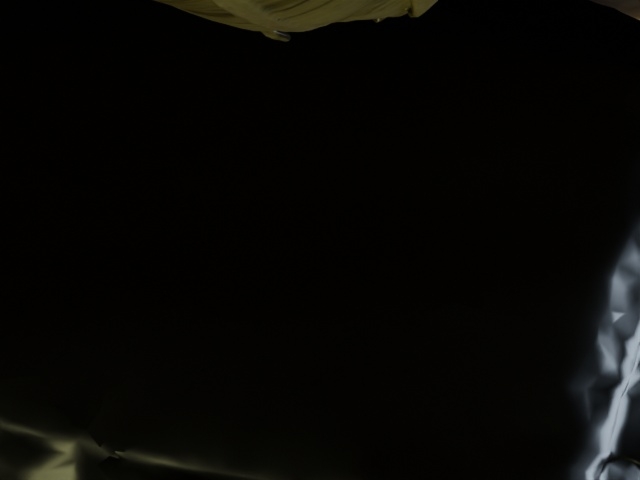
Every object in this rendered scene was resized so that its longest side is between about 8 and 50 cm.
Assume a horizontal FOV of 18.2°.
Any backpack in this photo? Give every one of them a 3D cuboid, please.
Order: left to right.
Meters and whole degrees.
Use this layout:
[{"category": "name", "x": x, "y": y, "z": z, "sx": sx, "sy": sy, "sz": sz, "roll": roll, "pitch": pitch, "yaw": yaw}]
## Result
[{"category": "backpack", "x": 0.000, "y": 0.000, "z": 0.781, "sx": 0.363, "sy": 0.254, "sz": 0.446, "roll": 10, "pitch": 177, "yaw": 10}]

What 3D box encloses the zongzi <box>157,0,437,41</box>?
[{"category": "zongzi", "x": 0.013, "y": -0.095, "z": 0.360, "sx": 0.197, "sy": 0.099, "sz": 0.194, "roll": -3, "pitch": 174, "yaw": 32}]
